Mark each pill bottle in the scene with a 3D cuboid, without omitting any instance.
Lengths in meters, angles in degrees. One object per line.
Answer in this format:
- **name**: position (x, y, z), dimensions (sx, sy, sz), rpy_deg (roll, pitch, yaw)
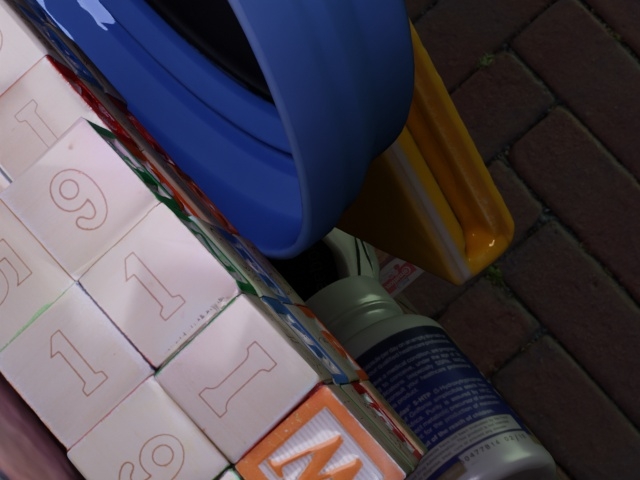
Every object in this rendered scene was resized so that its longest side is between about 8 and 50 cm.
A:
- **pill bottle**: position (0.057, 0.115, 1.028), dimensions (0.187, 0.112, 0.112), rpy_deg (51, 5, 32)

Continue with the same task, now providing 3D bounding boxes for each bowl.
- **bowl**: position (-0.108, -0.166, 0.677), dimensions (0.391, 0.077, 0.391), rpy_deg (45, -15, 16)

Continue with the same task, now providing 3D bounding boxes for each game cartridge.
- **game cartridge**: position (-0.054, -0.133, 0.855), dimensions (0.323, 0.052, 0.285), rpy_deg (30, -25, 56)

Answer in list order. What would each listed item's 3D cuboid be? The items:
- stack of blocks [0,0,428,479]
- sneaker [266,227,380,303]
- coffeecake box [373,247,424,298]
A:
- **stack of blocks**: position (-0.089, 0.006, 0.632), dimensions (0.297, 0.087, 0.171), rpy_deg (48, 2, 8)
- **sneaker**: position (-0.037, -0.052, 1.219), dimensions (0.331, 0.122, 0.146), rpy_deg (64, 11, -10)
- **coffeecake box**: position (0.042, -0.014, 1.917), dimensions (0.185, 0.142, 0.068), rpy_deg (46, 5, -25)
